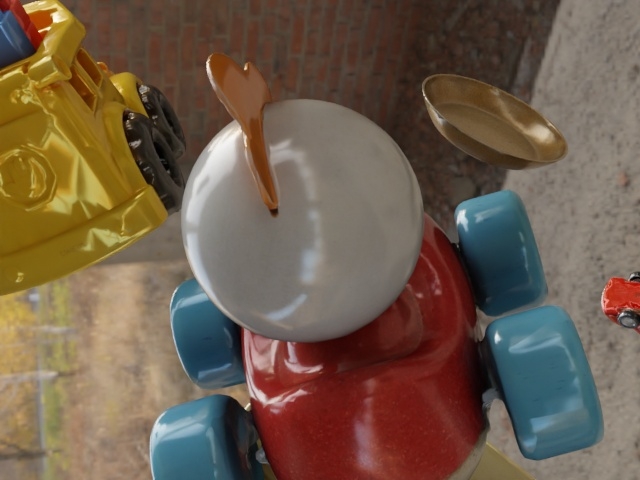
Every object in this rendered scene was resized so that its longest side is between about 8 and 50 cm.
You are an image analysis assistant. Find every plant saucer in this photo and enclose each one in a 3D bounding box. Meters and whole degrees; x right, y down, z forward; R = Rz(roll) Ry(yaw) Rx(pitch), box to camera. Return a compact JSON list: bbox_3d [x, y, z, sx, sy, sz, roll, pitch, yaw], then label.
[{"bbox_3d":[0.089,-0.060,0.478,0.015,0.084,0.083,-66,32,32],"label":"plant saucer"}]

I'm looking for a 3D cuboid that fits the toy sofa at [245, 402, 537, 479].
[{"bbox_3d":[0.105,0.224,0.640,0.363,0.150,0.177,36,173,37],"label":"toy sofa"}]

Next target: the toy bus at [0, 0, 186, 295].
[{"bbox_3d":[-0.208,-0.101,0.657,0.220,0.150,0.211,-103,-13,-62],"label":"toy bus"}]

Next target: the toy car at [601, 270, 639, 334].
[{"bbox_3d":[0.416,0.090,0.863,0.225,0.239,0.053,-103,-10,-49],"label":"toy car"}]

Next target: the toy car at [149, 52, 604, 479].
[{"bbox_3d":[0.000,0.000,0.459,0.210,0.219,0.237,-94,-14,-54],"label":"toy car"}]
